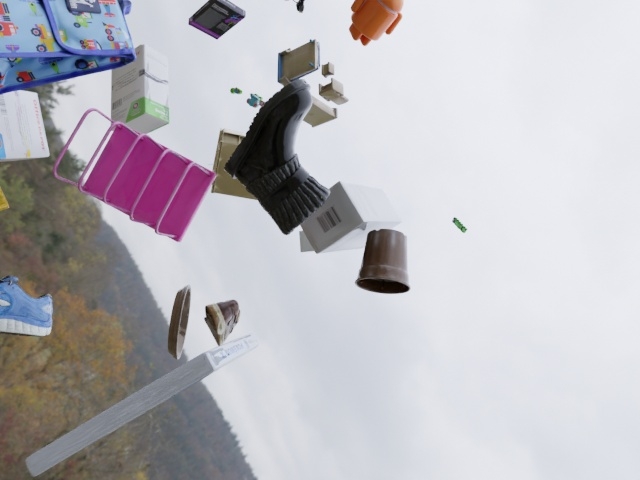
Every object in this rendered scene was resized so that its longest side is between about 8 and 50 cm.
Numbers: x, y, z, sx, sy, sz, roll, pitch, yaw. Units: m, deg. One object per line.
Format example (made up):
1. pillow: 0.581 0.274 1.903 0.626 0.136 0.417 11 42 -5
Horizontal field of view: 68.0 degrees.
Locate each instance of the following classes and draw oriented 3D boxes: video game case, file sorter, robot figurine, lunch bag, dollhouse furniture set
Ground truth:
1. video game case: -0.288 0.276 0.854 0.036 0.329 0.300 59 2 7
2. file sorter: -0.445 -0.156 1.146 0.290 0.202 0.182 28 -2 3
3. robot figurine: 0.189 -0.760 1.577 0.158 0.128 0.219 40 -54 -7
4. lunch bag: -0.521 -0.440 0.937 0.138 0.293 0.221 -29 -99 64
5. dollhouse furniture set: -0.007 -0.669 1.944 0.286 0.198 0.303 -11 -106 36

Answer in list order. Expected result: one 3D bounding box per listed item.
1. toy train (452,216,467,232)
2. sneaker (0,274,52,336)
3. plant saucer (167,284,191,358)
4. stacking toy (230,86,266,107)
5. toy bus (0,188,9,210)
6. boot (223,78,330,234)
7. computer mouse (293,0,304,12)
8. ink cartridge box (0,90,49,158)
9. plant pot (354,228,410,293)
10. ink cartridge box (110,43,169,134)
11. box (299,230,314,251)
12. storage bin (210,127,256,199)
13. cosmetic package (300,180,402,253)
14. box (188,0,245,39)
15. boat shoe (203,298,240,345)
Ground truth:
1. toy train: 0.508 -0.056 1.734 0.083 0.024 0.017 38 1 -28
2. sneaker: -0.850 0.156 1.203 0.129 0.330 0.147 -8 -111 34
3. plant saucer: -0.525 0.300 1.767 0.278 0.041 0.278 -172 -90 -81
4. stacking toy: -0.240 -0.536 1.897 0.221 0.167 0.052 36 -71 16
5. toy bus: -0.882 -0.087 1.160 0.191 0.202 0.104 -87 167 -64
6. boot: -0.066 -0.202 1.209 0.260 0.131 0.348 45 -54 3
7. computer mouse: -0.129 -0.893 1.682 0.193 0.042 0.106 36 -5 2
8. ink cartridge box: -0.821 -0.279 1.158 0.233 0.168 0.171 -83 169 -79
9. plant pot: 0.194 0.061 1.440 0.167 0.167 0.165 142 -41 -62
10. ink cartridge box: -0.660 -0.539 1.731 0.198 0.114 0.273 -12 -105 31
11. box: 0.000 0.000 2.012 0.130 0.170 0.091 -6 -93 18
12. storage bin: -0.295 -0.304 1.917 0.123 0.262 0.260 -110 -147 -59
13. cosmetic package: 0.105 -0.070 1.563 0.197 0.365 0.155 -35 -103 23
14. box: -0.339 -0.730 1.553 0.162 0.116 0.029 -13 -107 41
15. boat shoe: -0.342 0.287 1.713 0.123 0.123 0.342 56 -23 17
